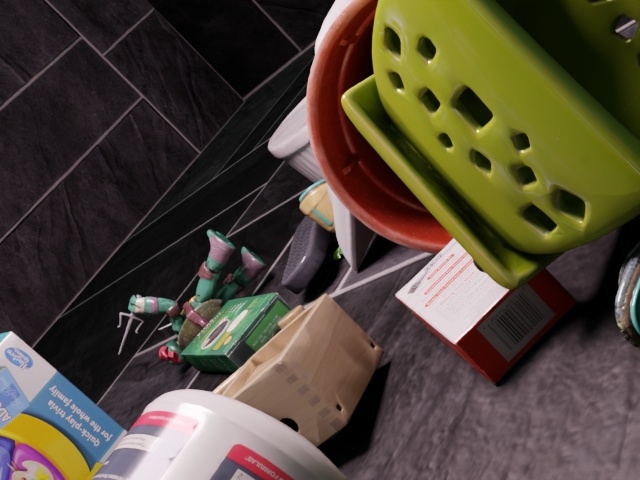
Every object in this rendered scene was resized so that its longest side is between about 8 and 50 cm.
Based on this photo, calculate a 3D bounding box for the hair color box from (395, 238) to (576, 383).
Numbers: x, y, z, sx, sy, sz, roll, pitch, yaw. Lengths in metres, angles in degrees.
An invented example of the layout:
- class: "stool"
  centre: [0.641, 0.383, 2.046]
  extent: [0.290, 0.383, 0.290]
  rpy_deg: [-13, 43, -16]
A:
- class: "hair color box"
  centre: [0.133, 0.049, 0.789]
  extent: [0.093, 0.053, 0.167]
  rpy_deg: [-45, 16, -1]

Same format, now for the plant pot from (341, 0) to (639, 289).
- class: "plant pot"
  centre: [0.164, -0.112, 0.670]
  extent: [0.228, 0.227, 0.207]
  rpy_deg: [-34, -12, -33]

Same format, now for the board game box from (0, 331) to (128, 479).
- class: "board game box"
  centre: [-0.381, 0.314, 1.071]
  extent: [0.336, 0.254, 0.079]
  rpy_deg: [-52, 17, -25]

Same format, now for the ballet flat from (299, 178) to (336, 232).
- class: "ballet flat"
  centre: [0.055, -0.072, 1.292]
  extent: [0.232, 0.073, 0.080]
  rpy_deg: [-36, -10, -47]

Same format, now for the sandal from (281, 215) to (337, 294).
- class: "sandal"
  centre: [-0.001, 0.001, 1.305]
  extent: [0.097, 0.054, 0.254]
  rpy_deg: [-50, 12, 32]

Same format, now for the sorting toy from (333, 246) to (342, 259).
- class: "sorting toy"
  centre: [0.049, -0.006, 1.251]
  extent: [0.083, 0.012, 0.062]
  rpy_deg: [-51, 16, -24]

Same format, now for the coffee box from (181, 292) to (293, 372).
- class: "coffee box"
  centre: [-0.116, 0.128, 1.280]
  extent: [0.113, 0.040, 0.184]
  rpy_deg: [-50, 16, -24]

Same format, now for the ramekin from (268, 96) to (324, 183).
- class: "ramekin"
  centre: [0.048, -0.206, 1.581]
  extent: [0.273, 0.127, 0.273]
  rpy_deg: [-42, 15, 14]

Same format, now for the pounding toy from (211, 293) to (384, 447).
- class: "pounding toy"
  centre: [-0.027, 0.142, 0.915]
  extent: [0.181, 0.094, 0.206]
  rpy_deg: [-42, 5, 30]

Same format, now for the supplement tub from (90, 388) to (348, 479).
- class: "supplement tub"
  centre: [-0.104, 0.252, 0.602]
  extent: [0.191, 0.191, 0.272]
  rpy_deg: [-24, 25, 54]

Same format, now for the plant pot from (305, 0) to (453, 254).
- class: "plant pot"
  centre: [0.145, -0.156, 0.958]
  extent: [0.272, 0.272, 0.265]
  rpy_deg: [-39, 8, 22]

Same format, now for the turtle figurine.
- class: "turtle figurine"
  centre: [-0.188, 0.105, 1.413]
  extent: [0.234, 0.118, 0.175]
  rpy_deg: [-53, -26, 4]

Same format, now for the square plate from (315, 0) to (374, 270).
- class: "square plate"
  centre: [0.063, -0.199, 1.153]
  extent: [0.049, 0.347, 0.344]
  rpy_deg: [9, 47, 16]

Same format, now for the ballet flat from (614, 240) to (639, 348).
- class: "ballet flat"
  centre: [0.240, 0.004, 0.607]
  extent: [0.188, 0.070, 0.070]
  rpy_deg: [-40, 12, -22]
